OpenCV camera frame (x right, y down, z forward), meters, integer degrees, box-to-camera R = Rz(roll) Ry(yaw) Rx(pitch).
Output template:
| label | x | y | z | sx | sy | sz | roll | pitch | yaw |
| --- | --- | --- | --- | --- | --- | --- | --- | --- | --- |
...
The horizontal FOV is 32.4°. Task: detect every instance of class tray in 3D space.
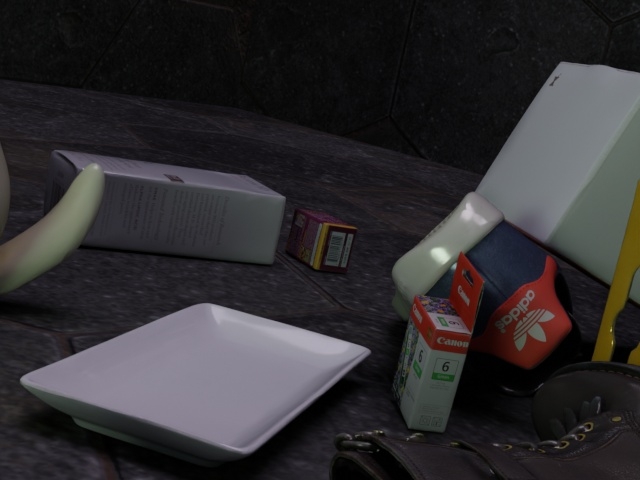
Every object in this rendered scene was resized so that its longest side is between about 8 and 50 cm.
| label | x | y | z | sx | sy | sz | roll | pitch | yaw |
| --- | --- | --- | --- | --- | --- | --- | --- | --- | --- |
| tray | -0.068 | 0.093 | 0.732 | 0.145 | 0.030 | 0.270 | 14 | 10 | 16 |

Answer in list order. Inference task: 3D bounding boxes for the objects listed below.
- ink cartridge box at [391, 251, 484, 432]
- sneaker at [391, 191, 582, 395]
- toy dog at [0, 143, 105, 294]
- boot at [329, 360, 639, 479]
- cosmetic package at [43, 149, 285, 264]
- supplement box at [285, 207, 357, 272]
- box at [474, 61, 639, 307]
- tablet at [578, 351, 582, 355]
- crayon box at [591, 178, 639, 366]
| label | x | y | z | sx | sy | sz | roll | pitch | yaw |
| --- | --- | --- | --- | --- | --- | --- | --- | --- | --- |
| ink cartridge box | 0.081 | 0.069 | 0.771 | 0.029 | 0.115 | 0.063 | 9 | 18 | -12 |
| sneaker | 0.150 | 0.063 | 0.957 | 0.148 | 0.131 | 0.350 | 46 | 5 | 10 |
| toy dog | -0.329 | -0.158 | 0.736 | 0.395 | 0.408 | 0.284 | 9 | 11 | -10 |
| boot | 0.112 | 0.124 | 0.593 | 0.229 | 0.091 | 0.263 | 9 | 13 | -20 |
| cosmetic package | -0.167 | -0.036 | 1.179 | 0.231 | 0.085 | 0.117 | 5 | 13 | -29 |
| supplement box | 0.000 | 0.000 | 1.251 | 0.043 | 0.055 | 0.083 | 8 | 11 | -29 |
| box | 0.350 | -0.002 | 1.033 | 0.345 | 0.168 | 0.215 | 31 | 6 | -14 |
| tablet | 0.206 | 0.102 | 1.060 | 0.083 | 0.006 | 0.054 | 3 | 13 | -35 |
| crayon box | 0.288 | 0.095 | 0.629 | 0.083 | 0.203 | 0.323 | 7 | 11 | -25 |
